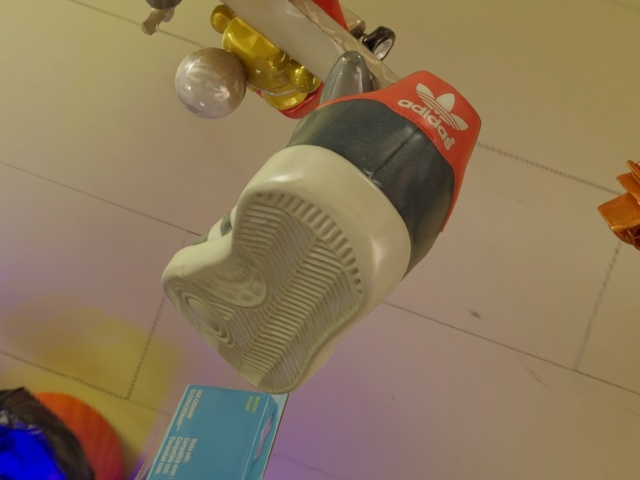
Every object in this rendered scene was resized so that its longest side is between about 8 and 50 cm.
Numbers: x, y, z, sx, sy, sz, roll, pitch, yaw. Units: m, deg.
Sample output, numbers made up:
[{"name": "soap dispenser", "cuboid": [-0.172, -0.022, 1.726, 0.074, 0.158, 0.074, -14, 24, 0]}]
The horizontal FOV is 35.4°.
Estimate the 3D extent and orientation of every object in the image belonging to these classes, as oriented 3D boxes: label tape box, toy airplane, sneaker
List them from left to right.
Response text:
[{"name": "label tape box", "cuboid": [-0.164, 0.296, 1.188, 0.106, 0.241, 0.334, 28, 117, -6]}, {"name": "toy airplane", "cuboid": [-0.068, -0.260, 1.187, 0.272, 0.386, 0.384, -46, 116, -6]}, {"name": "sneaker", "cuboid": [0.000, 0.000, 0.674, 0.131, 0.350, 0.148, 46, 64, -5]}]

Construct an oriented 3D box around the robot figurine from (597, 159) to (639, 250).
[{"name": "robot figurine", "cuboid": [0.269, 0.070, 0.498, 0.085, 0.211, 0.291, -43, 114, 15]}]
